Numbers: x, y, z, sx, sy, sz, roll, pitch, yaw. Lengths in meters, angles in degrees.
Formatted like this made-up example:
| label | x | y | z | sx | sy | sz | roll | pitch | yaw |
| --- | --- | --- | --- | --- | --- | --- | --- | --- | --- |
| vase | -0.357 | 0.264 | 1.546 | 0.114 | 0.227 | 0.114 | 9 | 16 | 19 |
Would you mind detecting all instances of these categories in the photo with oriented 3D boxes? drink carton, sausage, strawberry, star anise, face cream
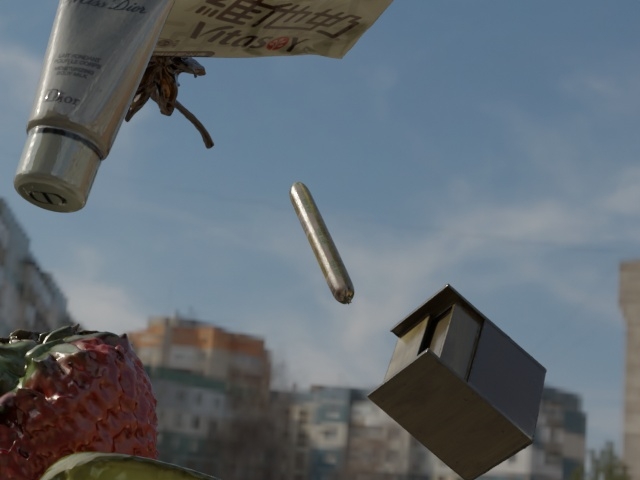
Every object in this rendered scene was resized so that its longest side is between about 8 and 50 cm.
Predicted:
| label | x | y | z | sx | sy | sz | roll | pitch | yaw |
| --- | --- | --- | --- | --- | --- | --- | --- | --- | --- |
| drink carton | -0.084 | -0.320 | 1.802 | 0.324 | 0.132 | 0.194 | -3 | -20 | -27 |
| sausage | 0.000 | 0.000 | 2.018 | 0.032 | 0.269 | 0.033 | -11 | -48 | -12 |
| strawberry | -0.328 | 0.279 | 1.788 | 0.312 | 0.351 | 0.267 | -10 | 23 | 20 |
| star anise | -0.224 | -0.216 | 1.968 | 0.177 | 0.234 | 0.073 | -17 | 28 | -31 |
| face cream | -0.249 | -0.180 | 1.583 | 0.143 | 0.314 | 0.089 | 9 | -27 | 11 |

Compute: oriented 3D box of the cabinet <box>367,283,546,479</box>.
| label | x | y | z | sx | sy | sz | roll | pitch | yaw |
| --- | --- | --- | --- | --- | --- | --- | --- | --- | --- |
| cabinet | 0.205 | 0.216 | 2.196 | 0.215 | 0.175 | 0.148 | 41 | -55 | -13 |

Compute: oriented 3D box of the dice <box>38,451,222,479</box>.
| label | x | y | z | sx | sy | sz | roll | pitch | yaw |
| --- | --- | --- | --- | --- | --- | --- | --- | --- | --- |
| dice | -0.177 | 0.354 | 1.412 | 0.233 | 0.238 | 0.227 | 14 | -25 | 5 |
